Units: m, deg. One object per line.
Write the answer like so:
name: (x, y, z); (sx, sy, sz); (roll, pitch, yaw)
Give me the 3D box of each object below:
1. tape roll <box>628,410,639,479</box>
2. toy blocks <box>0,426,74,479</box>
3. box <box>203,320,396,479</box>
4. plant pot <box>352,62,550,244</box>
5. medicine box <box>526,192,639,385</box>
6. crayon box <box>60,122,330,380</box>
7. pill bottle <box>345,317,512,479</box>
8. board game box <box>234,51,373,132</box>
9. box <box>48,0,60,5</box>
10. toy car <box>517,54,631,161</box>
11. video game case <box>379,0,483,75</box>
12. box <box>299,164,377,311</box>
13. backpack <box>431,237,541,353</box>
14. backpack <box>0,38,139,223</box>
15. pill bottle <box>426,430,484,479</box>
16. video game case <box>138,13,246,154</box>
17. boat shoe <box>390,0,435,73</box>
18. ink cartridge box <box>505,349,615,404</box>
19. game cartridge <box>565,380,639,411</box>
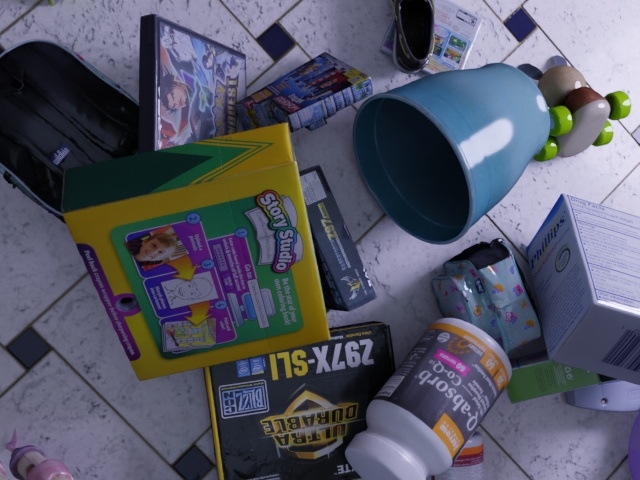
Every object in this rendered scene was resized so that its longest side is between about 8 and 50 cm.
tape roll: (0.712, 0.385, 1.508); (0.275, 0.090, 0.274); (-3, 102, -16)
toy blocks: (-0.429, 0.457, 1.217); (0.309, 0.260, 0.288); (19, 84, -42)
box: (-0.027, 0.285, 1.382); (0.322, 0.079, 0.257); (-7, 87, -13)
plant pot: (0.239, -0.170, 1.378); (0.255, 0.272, 0.271); (-32, 95, -26)
medicine box: (0.519, 0.088, 1.396); (0.264, 0.289, 0.149); (16, 129, -9)
crayon box: (-0.165, 0.029, 1.203); (0.313, 0.106, 0.362); (-13, 133, -3)
pill bottle: (0.173, 0.271, 1.310); (0.162, 0.162, 0.278); (46, 63, -7)
board game box: (-0.033, -0.228, 1.347); (0.194, 0.194, 0.060); (-27, 121, -8)
box: (-0.446, -0.491, 1.340); (0.109, 0.042, 0.178); (-33, 96, -12)
toy car: (0.444, -0.262, 1.508); (0.155, 0.149, 0.188); (-16, 62, -16)
video game case: (0.204, -0.377, 1.493); (0.157, 0.019, 0.143); (24, 83, -11)
box: (0.000, 0.000, 1.345); (0.059, 0.183, 0.232); (-23, 94, -12)
backpack: (0.289, 0.110, 1.414); (0.144, 0.166, 0.188); (-31, 92, -12)
backpack: (-0.407, -0.172, 1.257); (0.253, 0.191, 0.225); (41, 77, -15)
pill bottle: (0.221, 0.441, 1.406); (0.121, 0.121, 0.221); (0, 88, -13)
video game case: (-0.196, -0.190, 1.297); (0.035, 0.248, 0.274); (-1, 87, 28)
boat shoe: (0.165, -0.413, 1.439); (0.081, 0.069, 0.227); (-3, 89, -13)
ink cartridge box: (0.426, 0.224, 1.432); (0.209, 0.109, 0.062); (-16, 88, 11)
game cartridge: (0.591, 0.220, 1.536); (0.294, 0.060, 0.195); (-5, 85, -13)
